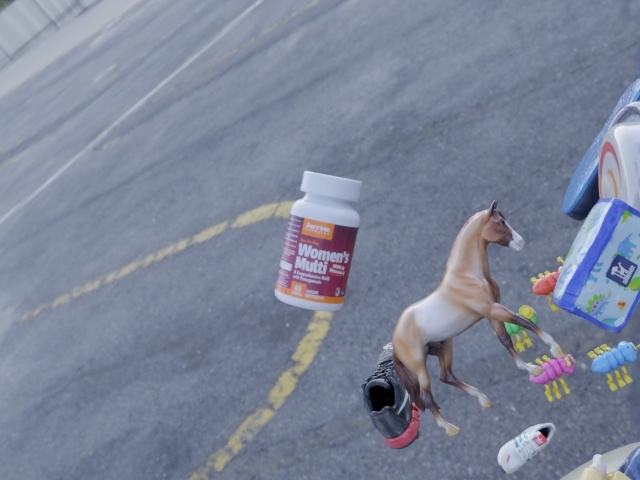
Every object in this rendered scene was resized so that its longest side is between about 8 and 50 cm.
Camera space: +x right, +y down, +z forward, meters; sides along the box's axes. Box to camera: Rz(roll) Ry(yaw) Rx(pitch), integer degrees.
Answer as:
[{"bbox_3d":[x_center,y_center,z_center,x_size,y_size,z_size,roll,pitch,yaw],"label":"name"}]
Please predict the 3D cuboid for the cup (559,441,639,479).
[{"bbox_3d":[0.574,0.505,1.419,0.237,0.331,0.331,-44,25,-21],"label":"cup"}]

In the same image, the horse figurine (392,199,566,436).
[{"bbox_3d":[0.154,0.104,0.886,0.066,0.174,0.263,-19,-23,-47],"label":"horse figurine"}]

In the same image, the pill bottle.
[{"bbox_3d":[0.000,0.000,1.340,0.121,0.121,0.221,22,102,63],"label":"pill bottle"}]

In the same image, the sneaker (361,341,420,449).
[{"bbox_3d":[0.155,0.318,1.762,0.097,0.135,0.276,-28,34,25],"label":"sneaker"}]

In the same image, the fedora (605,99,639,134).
[{"bbox_3d":[0.581,-0.138,1.360,0.244,0.124,0.276,129,137,-58],"label":"fedora"}]

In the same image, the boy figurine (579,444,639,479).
[{"bbox_3d":[0.443,0.412,1.171,0.285,0.177,0.092,-42,-2,-10],"label":"boy figurine"}]

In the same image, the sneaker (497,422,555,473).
[{"bbox_3d":[0.457,0.451,1.749,0.161,0.057,0.075,-28,-17,-32],"label":"sneaker"}]

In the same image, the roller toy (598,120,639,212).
[{"bbox_3d":[0.480,-0.072,1.105,0.146,0.191,0.209,-5,43,9],"label":"roller toy"}]

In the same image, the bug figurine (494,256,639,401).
[{"bbox_3d":[0.459,0.174,1.512,0.216,0.072,0.279,-30,56,-2],"label":"bug figurine"}]

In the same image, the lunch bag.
[{"bbox_3d":[0.312,0.027,0.868,0.096,0.151,0.129,28,93,33],"label":"lunch bag"}]

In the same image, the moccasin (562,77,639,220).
[{"bbox_3d":[0.617,-0.177,1.597,0.342,0.116,0.138,-56,3,-2],"label":"moccasin"}]
